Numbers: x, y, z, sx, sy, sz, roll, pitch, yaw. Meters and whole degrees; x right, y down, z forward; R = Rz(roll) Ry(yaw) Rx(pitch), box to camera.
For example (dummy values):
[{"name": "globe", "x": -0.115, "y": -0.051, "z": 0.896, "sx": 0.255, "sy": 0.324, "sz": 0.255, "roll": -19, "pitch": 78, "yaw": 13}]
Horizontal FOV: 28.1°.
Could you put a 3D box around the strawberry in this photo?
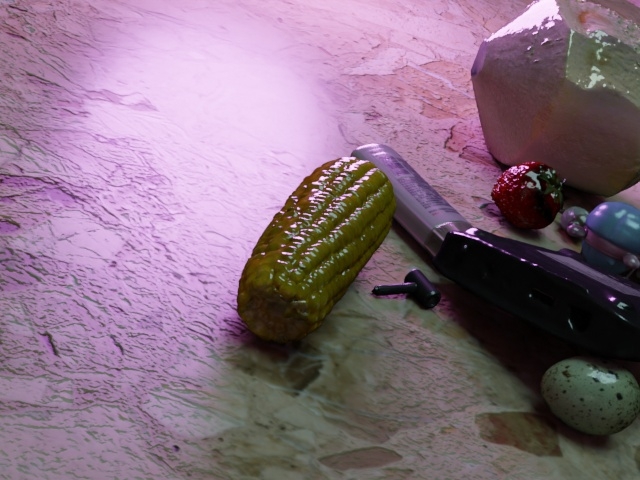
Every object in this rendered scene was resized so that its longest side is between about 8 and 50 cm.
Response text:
[{"name": "strawberry", "x": 0.291, "y": -0.062, "z": 1.808, "sx": 0.106, "sy": 0.106, "sz": 0.106, "roll": 20, "pitch": 26, "yaw": -10}]

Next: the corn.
[{"name": "corn", "x": 0.000, "y": 0.000, "z": 1.381, "sx": 0.120, "sy": 0.120, "sz": 0.363, "roll": 28, "pitch": 25, "yaw": 5}]

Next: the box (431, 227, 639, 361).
[{"name": "box", "x": 0.315, "y": 0.070, "z": 1.507, "sx": 0.289, "sy": 0.073, "sz": 0.290, "roll": 10, "pitch": 14, "yaw": -45}]

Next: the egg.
[{"name": "egg", "x": 0.289, "y": 0.165, "z": 1.369, "sx": 0.110, "sy": 0.085, "sz": 0.085, "roll": 9, "pitch": 27, "yaw": -6}]

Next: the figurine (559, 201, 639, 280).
[{"name": "figurine", "x": 0.431, "y": -0.013, "z": 1.821, "sx": 0.205, "sy": 0.103, "sz": 0.260, "roll": 41, "pitch": 20, "yaw": 26}]

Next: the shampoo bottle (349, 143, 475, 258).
[{"name": "shampoo bottle", "x": 0.126, "y": -0.044, "z": 1.653, "sx": 0.086, "sy": 0.056, "sz": 0.227, "roll": 1, "pitch": 35, "yaw": -40}]

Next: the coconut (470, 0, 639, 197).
[{"name": "coconut", "x": 0.382, "y": -0.235, "z": 1.994, "sx": 0.310, "sy": 0.297, "sz": 0.297, "roll": 20, "pitch": 26, "yaw": -19}]

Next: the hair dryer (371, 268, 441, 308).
[{"name": "hair dryer", "x": 0.095, "y": 0.056, "z": 1.472, "sx": 0.083, "sy": 0.026, "sz": 0.047, "roll": 1, "pitch": 34, "yaw": -36}]
